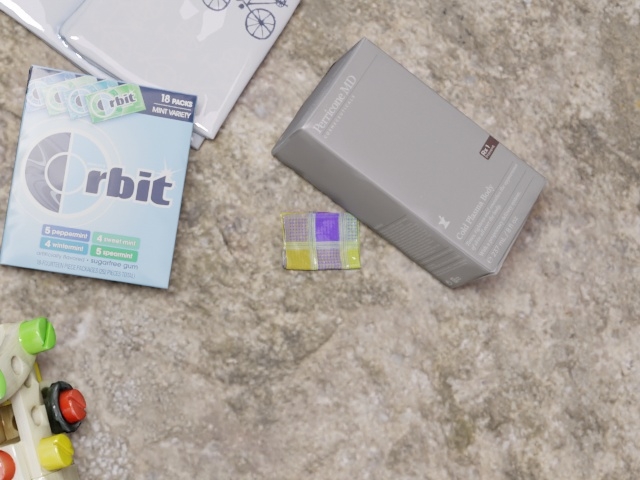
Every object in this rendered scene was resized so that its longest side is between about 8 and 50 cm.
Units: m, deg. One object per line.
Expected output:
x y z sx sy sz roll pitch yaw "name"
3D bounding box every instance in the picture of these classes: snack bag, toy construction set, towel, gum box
-0.170 -0.311 1.364 0.343 0.037 0.323 35 74 -11 "snack bag"
-0.279 0.201 1.172 0.151 0.215 0.327 -2 91 17 "toy construction set"
0.000 0.000 1.390 0.083 0.009 0.060 2 81 -17 "towel"
-0.206 -0.057 1.300 0.157 0.041 0.184 10 88 -14 "gum box"

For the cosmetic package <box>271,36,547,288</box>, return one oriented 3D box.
0.087 -0.074 1.378 0.238 0.107 0.127 36 69 -13 "cosmetic package"
